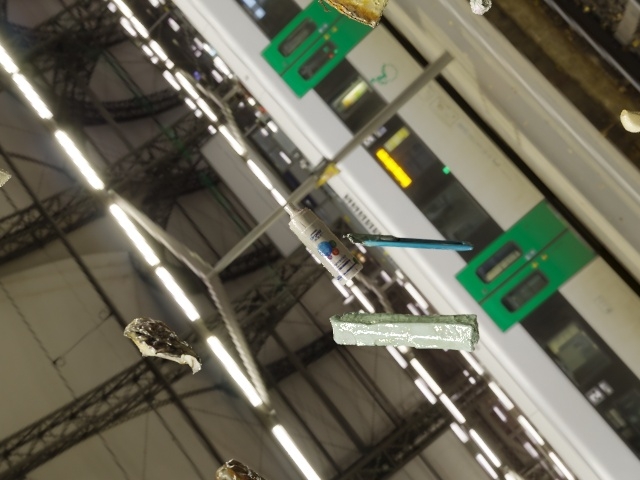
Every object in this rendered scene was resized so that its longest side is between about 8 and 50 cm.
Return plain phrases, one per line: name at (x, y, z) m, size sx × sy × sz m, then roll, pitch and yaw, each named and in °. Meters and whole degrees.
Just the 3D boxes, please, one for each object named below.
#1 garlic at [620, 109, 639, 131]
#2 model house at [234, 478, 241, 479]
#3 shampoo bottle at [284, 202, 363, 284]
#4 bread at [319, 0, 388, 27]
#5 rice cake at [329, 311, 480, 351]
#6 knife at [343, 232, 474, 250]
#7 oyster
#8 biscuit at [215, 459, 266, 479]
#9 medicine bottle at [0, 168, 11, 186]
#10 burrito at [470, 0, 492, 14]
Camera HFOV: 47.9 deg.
garlic at (0.754, -0.287, 1.726) m, size 0.083 × 0.053 × 0.041 m, roll 5°, pitch -177°, yaw -25°
model house at (-0.235, 0.600, 1.556) m, size 0.088 × 0.117 × 0.167 m, roll 18°, pitch -121°, yaw -28°
shampoo bottle at (0.000, 0.000, 2.248) m, size 0.303 × 0.092 × 0.092 m, roll 48°, pitch -170°, yaw 1°
bread at (0.083, -0.838, 2.289) m, size 0.315 × 0.248 × 0.279 m, roll 29°, pitch -167°, yaw -7°
rice cake at (0.172, 0.191, 1.532) m, size 0.063 × 0.336 × 0.066 m, roll -37°, pitch -61°, yaw -53°
knife at (0.199, 0.002, 1.606) m, size 0.296 × 0.026 × 0.044 m, roll 3°, pitch -163°, yaw -7°
oyster at (-0.446, 0.291, 2.032) m, size 0.271 × 0.100 × 0.275 m, roll 35°, pitch 159°, yaw 7°
biscuit at (-0.159, 0.755, 2.055) m, size 0.332 × 0.103 × 0.332 m, roll 35°, pitch 167°, yaw 9°
medicine bottle at (-1.040, -0.157, 1.969) m, size 0.236 × 0.235 × 0.406 m, roll 50°, pitch -178°, yaw 12°
burrito at (0.434, -0.701, 2.003) m, size 0.064 × 0.064 × 0.203 m, roll 39°, pitch -143°, yaw -41°
